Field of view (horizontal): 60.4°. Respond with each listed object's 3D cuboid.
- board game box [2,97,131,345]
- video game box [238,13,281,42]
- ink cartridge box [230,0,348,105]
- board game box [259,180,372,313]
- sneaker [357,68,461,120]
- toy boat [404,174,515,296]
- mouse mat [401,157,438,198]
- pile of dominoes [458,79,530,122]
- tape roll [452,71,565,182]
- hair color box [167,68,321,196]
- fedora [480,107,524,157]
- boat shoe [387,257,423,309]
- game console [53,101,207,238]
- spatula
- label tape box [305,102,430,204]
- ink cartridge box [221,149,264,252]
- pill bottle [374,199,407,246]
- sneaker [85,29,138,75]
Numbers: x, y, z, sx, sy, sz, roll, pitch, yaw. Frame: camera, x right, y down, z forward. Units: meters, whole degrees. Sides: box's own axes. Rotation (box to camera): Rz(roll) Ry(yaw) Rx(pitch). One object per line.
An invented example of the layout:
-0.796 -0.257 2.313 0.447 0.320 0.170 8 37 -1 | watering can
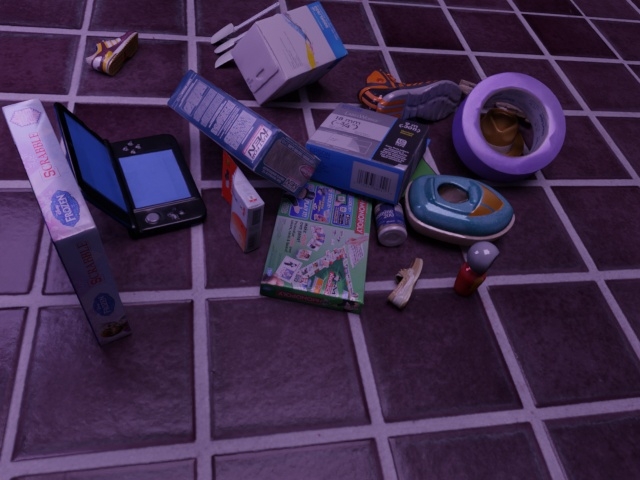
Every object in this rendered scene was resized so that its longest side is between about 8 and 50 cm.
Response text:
-0.440 -0.024 0.967 0.065 0.319 0.318 -22 57 -23 | board game box
-0.118 -0.610 1.693 0.187 0.048 0.205 32 52 18 | video game box
-0.086 -0.507 1.497 0.232 0.171 0.168 -34 97 -33 | ink cartridge box
0.000 0.000 1.215 0.213 0.046 0.317 12 49 -3 | board game box
0.245 -0.428 1.570 0.321 0.125 0.180 -11 42 -33 | sneaker
0.331 -0.035 1.244 0.267 0.148 0.318 6 50 -7 | toy boat
0.208 -0.172 1.425 0.189 0.007 0.153 -18 57 -23 | mouse mat
0.528 -0.413 1.655 0.251 0.040 0.196 22 29 10 | pile of dominoes
0.492 -0.295 1.448 0.274 0.090 0.275 1 81 -3 | tape roll
-0.177 -0.247 1.249 0.347 0.174 0.105 39 97 33 | hair color box
0.502 -0.315 1.555 0.194 0.079 0.194 5 51 -7 | fedora
0.183 0.084 1.180 0.045 0.050 0.135 27 51 4 | boat shoe
-0.405 -0.169 1.189 0.250 0.173 0.293 -15 56 -22 | game console
-0.216 -0.612 1.612 0.242 0.019 0.168 -26 47 14 | spatula
0.131 -0.247 1.362 0.240 0.106 0.334 18 43 14 | label tape box
-0.184 -0.085 1.181 0.045 0.145 0.179 -24 59 -28 | ink cartridge box
0.160 -0.051 1.275 0.067 0.067 0.120 3 50 -9 | pill bottle
-0.574 -0.535 1.524 0.083 0.070 0.186 21 49 -1 | sneaker
